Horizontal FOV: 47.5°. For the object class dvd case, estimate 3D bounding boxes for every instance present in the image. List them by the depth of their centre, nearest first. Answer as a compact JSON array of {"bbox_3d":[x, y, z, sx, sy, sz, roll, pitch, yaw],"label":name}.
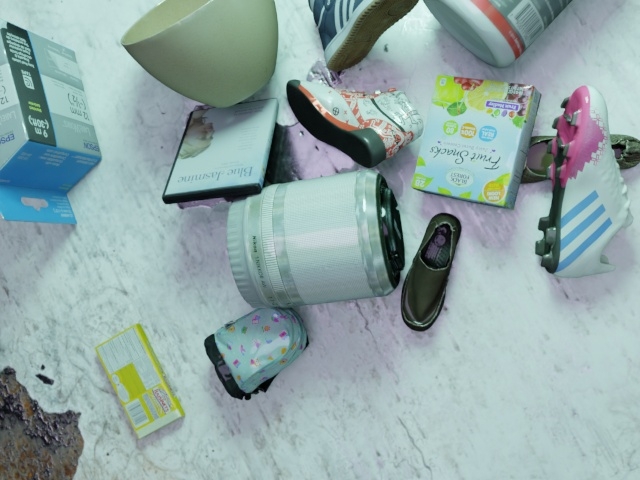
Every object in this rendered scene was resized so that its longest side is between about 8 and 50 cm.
[{"bbox_3d":[-0.178,-0.167,1.328,0.180,0.022,0.253,-6,46,13],"label":"dvd case"}]

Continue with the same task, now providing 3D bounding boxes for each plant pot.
[{"bbox_3d":[-0.186,-0.354,1.312,0.284,0.284,0.191,-27,120,12],"label":"plant pot"}]

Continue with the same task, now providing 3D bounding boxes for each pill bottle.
[{"bbox_3d":[0.355,-0.483,1.194,0.210,0.210,0.363,45,98,10],"label":"pill bottle"}]

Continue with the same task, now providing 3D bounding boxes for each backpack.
[{"bbox_3d":[-0.112,0.196,1.346,0.182,0.115,0.152,-33,80,8],"label":"backpack"}]

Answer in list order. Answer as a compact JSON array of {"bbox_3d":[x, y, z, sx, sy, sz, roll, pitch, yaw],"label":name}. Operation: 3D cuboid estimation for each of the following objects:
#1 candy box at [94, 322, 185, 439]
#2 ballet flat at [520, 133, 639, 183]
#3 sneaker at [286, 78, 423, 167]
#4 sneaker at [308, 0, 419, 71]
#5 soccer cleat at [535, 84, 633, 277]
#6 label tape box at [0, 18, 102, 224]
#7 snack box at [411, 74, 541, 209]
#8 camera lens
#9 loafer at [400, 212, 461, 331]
[{"bbox_3d":[-0.360,0.279,1.447,0.105,0.027,0.206,-29,83,9],"label":"candy box"},{"bbox_3d":[0.426,-0.144,1.250,0.250,0.058,0.084,-2,88,13],"label":"ballet flat"},{"bbox_3d":[0.064,-0.236,1.326,0.145,0.090,0.270,-31,50,-22],"label":"sneaker"},{"bbox_3d":[0.066,-0.427,1.254,0.099,0.282,0.153,-11,77,-30],"label":"sneaker"},{"bbox_3d":[0.444,-0.090,1.189,0.143,0.116,0.331,2,118,2],"label":"soccer cleat"},{"bbox_3d":[-0.533,-0.213,1.378,0.115,0.249,0.348,-19,85,13],"label":"label tape box"},{"bbox_3d":[0.268,-0.171,1.261,0.174,0.070,0.207,14,93,31],"label":"snack box"},{"bbox_3d":[0.000,0.000,1.267,0.274,0.219,0.219,-8,88,13],"label":"camera lens"},{"bbox_3d":[0.190,0.055,1.293,0.080,0.078,0.220,14,92,13],"label":"loafer"}]
